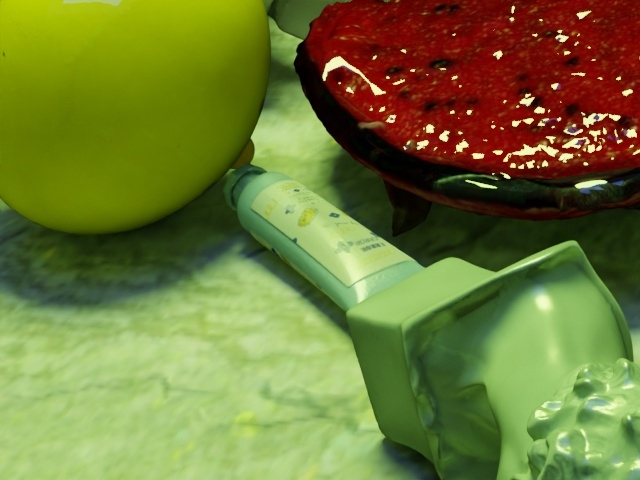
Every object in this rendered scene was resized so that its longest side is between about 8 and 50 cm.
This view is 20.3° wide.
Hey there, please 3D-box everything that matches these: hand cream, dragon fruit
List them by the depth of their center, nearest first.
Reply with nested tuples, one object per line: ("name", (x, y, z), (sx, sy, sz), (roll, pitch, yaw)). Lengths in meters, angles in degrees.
("hand cream", (0.000, 0.000, 1.055), (0.065, 0.043, 0.171), (-23, 36, -27))
("dragon fruit", (0.150, -0.075, 1.081), (0.343, 0.100, 0.282), (-5, 33, 13))

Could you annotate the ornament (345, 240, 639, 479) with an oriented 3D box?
("ornament", (0.109, 0.080, 0.813), (0.120, 0.130, 0.285), (-23, 33, -11))

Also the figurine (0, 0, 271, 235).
("figurine", (-0.168, -0.122, 1.182), (0.187, 0.215, 0.344), (25, -2, -34))

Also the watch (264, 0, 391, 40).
("watch", (0.000, -0.233, 1.331), (0.217, 0.211, 0.248), (0, 36, -19))
